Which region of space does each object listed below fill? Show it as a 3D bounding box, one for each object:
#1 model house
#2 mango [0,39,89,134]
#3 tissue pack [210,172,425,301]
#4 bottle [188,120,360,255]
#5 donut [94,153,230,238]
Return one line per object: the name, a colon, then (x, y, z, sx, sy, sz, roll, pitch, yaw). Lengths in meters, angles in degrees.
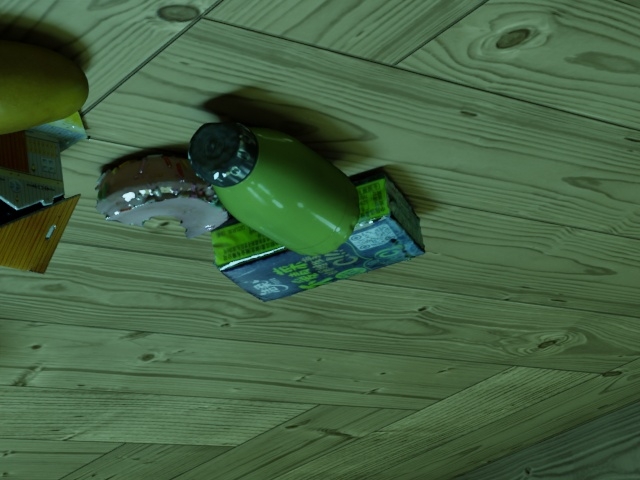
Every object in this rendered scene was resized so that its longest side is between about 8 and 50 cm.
model house: (-0.350, -0.049, 1.577, 0.207, 0.136, 0.219, -26, 154, 37)
mango: (-0.289, -0.140, 1.452, 0.184, 0.085, 0.102, 3, 156, -44)
tissue pack: (0.000, 0.000, 1.957, 0.235, 0.073, 0.173, -17, 158, 15)
bottle: (-0.054, -0.064, 1.717, 0.112, 0.112, 0.260, -19, 157, 20)
donut: (-0.163, -0.055, 1.751, 0.117, 0.065, 0.166, -25, 156, 35)
